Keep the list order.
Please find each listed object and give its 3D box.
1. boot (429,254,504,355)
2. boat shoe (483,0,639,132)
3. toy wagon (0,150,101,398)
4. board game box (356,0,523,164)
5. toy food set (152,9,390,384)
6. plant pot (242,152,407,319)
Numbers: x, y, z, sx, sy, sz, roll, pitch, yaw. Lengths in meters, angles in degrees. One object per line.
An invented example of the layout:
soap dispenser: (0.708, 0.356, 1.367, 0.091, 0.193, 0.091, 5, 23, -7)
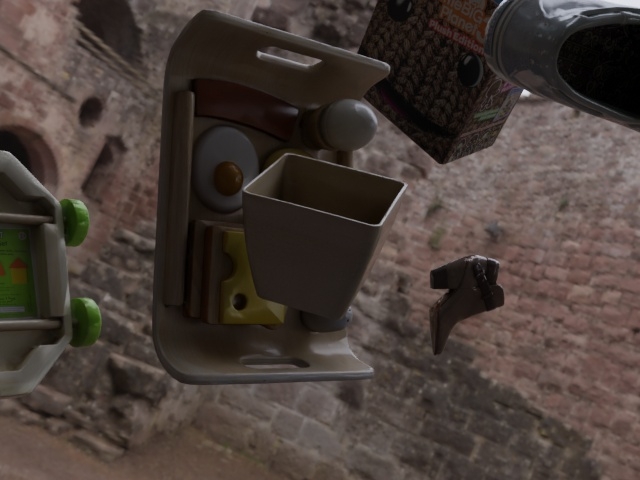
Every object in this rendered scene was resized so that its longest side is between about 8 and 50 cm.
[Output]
boot: (0.173, 0.076, 0.964, 0.086, 0.119, 0.042, -3, 14, -8)
boat shoe: (0.207, -0.094, 0.487, 0.227, 0.079, 0.081, 7, 24, -23)
toy wagon: (-0.371, -0.006, 0.853, 0.068, 0.345, 0.267, -20, -16, 39)
board game box: (0.205, -0.309, 1.259, 0.141, 0.291, 0.232, -23, 58, -41)
toy food set: (-0.028, -0.027, 0.732, 0.219, 0.306, 0.092, 6, -5, -40)
plant pot: (0.000, 0.000, 0.661, 0.109, 0.096, 0.109, 15, 25, 12)
